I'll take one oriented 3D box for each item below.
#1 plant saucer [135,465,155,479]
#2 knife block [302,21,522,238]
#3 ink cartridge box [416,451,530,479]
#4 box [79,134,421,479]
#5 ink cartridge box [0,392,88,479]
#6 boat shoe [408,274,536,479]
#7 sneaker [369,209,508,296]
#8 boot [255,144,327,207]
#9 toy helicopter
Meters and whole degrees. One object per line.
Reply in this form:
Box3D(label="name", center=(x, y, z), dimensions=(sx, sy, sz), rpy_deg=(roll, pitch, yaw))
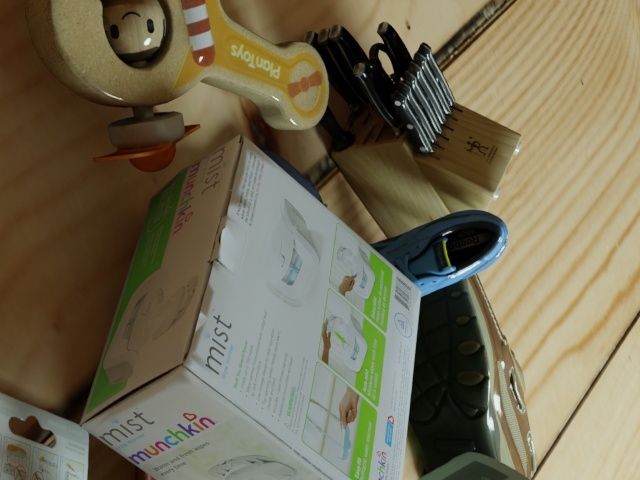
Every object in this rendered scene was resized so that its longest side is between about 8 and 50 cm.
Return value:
Box3D(label="plant saucer", center=(-0.074, 0.192, 1.257), dimensions=(0.258, 0.047, 0.259), rpy_deg=(9, 78, -49))
Box3D(label="knife block", center=(0.069, -0.092, 1.452), dimensions=(0.088, 0.242, 0.276), rpy_deg=(-60, 174, -34))
Box3D(label="ink cartridge box", center=(0.061, 0.427, 1.357), dimensions=(0.308, 0.091, 0.385), rpy_deg=(-18, 124, -50))
Box3D(label="box", center=(-0.042, 0.088, 1.138), dimensions=(0.231, 0.126, 0.262), rpy_deg=(40, 37, -26))
Box3D(label="ink cartridge box", center=(-0.237, 0.211, 1.054), dimensions=(0.145, 0.045, 0.179), rpy_deg=(36, 47, -54))
Box3D(label="boat shoe", center=(0.155, 0.156, 1.495), dimensions=(0.120, 0.122, 0.324), rpy_deg=(-39, 123, -51))
Box3D(label="sneaker", center=(0.081, 0.026, 1.354), dimensions=(0.082, 0.209, 0.069), rpy_deg=(57, 9, -88))
Box3D(label="boot", center=(0.000, 0.000, 1.310), dimensions=(0.219, 0.082, 0.106), rpy_deg=(34, 49, -16))
Box3D(label="toy helicopter", center=(-0.106, -0.152, 1.196), dimensions=(0.355, 0.140, 0.235), rpy_deg=(18, 72, -52))
